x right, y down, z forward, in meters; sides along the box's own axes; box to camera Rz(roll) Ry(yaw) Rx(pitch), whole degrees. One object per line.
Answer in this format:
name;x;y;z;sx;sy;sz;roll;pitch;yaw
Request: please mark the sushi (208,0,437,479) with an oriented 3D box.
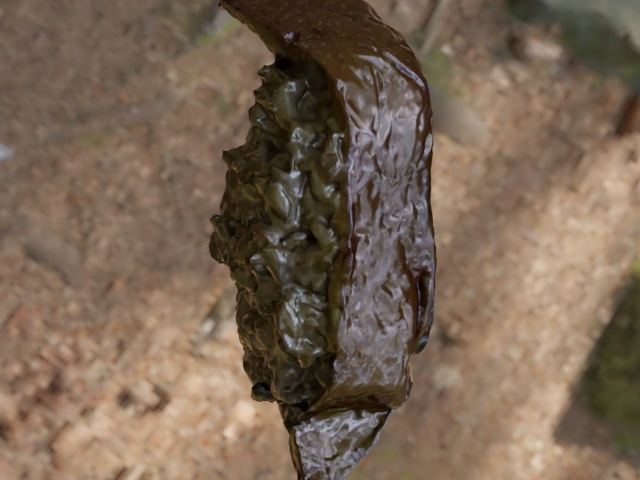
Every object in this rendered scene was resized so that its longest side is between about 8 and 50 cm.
sushi;0.000;0.000;0.480;0.055;0.052;0.120;-16;119;-34
